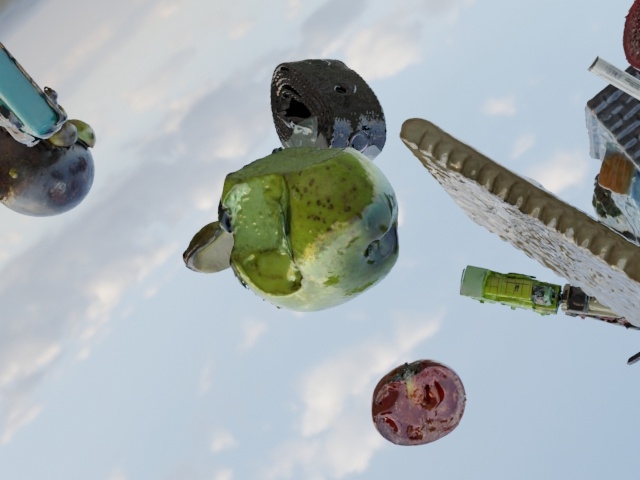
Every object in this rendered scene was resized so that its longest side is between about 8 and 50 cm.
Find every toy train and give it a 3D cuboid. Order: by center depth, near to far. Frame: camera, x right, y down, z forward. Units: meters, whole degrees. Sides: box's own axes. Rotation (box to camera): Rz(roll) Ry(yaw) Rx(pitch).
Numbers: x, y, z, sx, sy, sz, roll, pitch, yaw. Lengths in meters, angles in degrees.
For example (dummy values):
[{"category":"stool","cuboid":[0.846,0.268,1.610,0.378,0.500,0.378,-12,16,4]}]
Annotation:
[{"category":"toy train","cuboid":[0.317,0.077,1.563,0.249,0.085,0.053,9,-95,23]}]

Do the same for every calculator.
[{"category":"calculator","cuboid":[-0.427,-0.220,1.426,0.058,0.248,0.274,-45,-156,-12]}]

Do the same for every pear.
[{"category":"pear","cuboid":[0.000,0.000,1.588,0.164,0.238,0.255,-24,-162,-33]}]

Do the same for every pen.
[{"category":"pen","cuboid":[0.456,-0.193,1.578,0.025,0.204,0.025,-61,-176,8]}]

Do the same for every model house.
[{"category":"model house","cuboid":[0.596,-0.220,2.000,0.360,0.339,0.297,-38,-150,-3]}]

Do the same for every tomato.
[{"category":"tomato","cuboid":[0.152,0.256,1.889,0.159,0.139,0.091,-25,-161,-3]}]

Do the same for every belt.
[{"category":"belt","cuboid":[-0.003,-0.231,2.156,0.164,0.184,0.289,-7,-151,-25]}]

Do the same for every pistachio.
[{"category":"pistachio","cuboid":[-0.159,-0.003,1.990,0.172,0.090,0.049,-21,-144,8]}]

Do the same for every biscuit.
[{"category":"biscuit","cuboid":[0.228,-0.007,1.127,0.325,0.217,0.044,37,-91,38]}]

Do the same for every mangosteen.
[{"category":"mangosteen","cuboid":[-0.467,-0.150,1.949,0.192,0.192,0.217,-84,-164,-64]}]

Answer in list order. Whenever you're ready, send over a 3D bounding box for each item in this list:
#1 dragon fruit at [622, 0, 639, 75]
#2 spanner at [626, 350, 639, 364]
[{"category":"dragon fruit","cuboid":[0.422,-0.228,1.270,0.153,0.110,0.153,-44,-145,43]},{"category":"spanner","cuboid":[0.421,0.089,1.283,0.208,0.012,0.046,-39,164,37]}]
